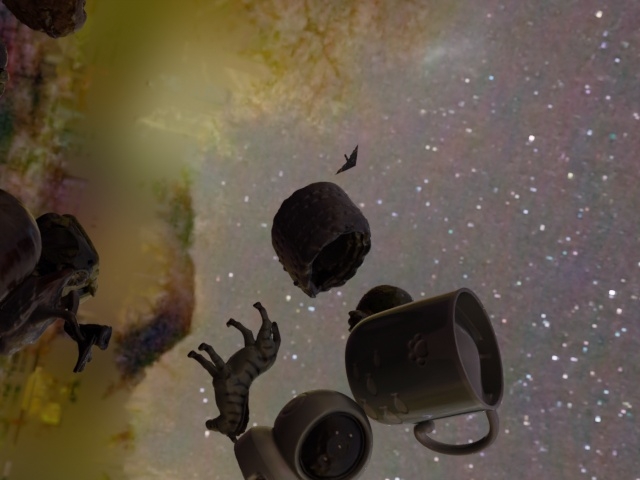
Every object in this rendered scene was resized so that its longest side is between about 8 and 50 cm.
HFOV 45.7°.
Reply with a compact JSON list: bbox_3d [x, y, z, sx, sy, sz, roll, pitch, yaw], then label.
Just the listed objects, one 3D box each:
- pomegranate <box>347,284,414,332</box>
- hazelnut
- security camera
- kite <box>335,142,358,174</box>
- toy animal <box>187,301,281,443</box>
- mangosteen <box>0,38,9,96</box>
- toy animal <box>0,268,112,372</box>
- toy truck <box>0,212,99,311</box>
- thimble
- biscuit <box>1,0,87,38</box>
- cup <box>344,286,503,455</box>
[{"bbox_3d":[0.174,0.231,2.244,0.202,0.247,0.202,-3,-95,42],"label":"pomegranate"},{"bbox_3d":[-0.578,0.030,1.272,0.218,0.234,0.218,33,-42,36],"label":"hazelnut"},{"bbox_3d":[-0.017,0.380,1.393,0.236,0.195,0.194,-35,-160,0],"label":"security camera"},{"bbox_3d":[0.091,-0.250,2.397,0.004,0.090,0.122,40,-88,32],"label":"kite"},{"bbox_3d":[-0.143,0.238,1.375,0.217,0.176,0.073,-41,-177,-21],"label":"toy animal"},{"bbox_3d":[-0.794,-0.406,1.744,0.180,0.166,0.166,63,-8,-14],"label":"mangosteen"},{"bbox_3d":[-0.559,0.159,1.426,0.090,0.324,0.195,42,42,-78],"label":"toy animal"},{"bbox_3d":[-0.694,0.112,1.671,0.181,0.405,0.254,54,-27,20],"label":"toy truck"},{"bbox_3d":[0.000,0.000,1.711,0.172,0.205,0.236,56,-51,35],"label":"thimble"},{"bbox_3d":[-0.578,-0.541,1.504,0.075,0.296,0.296,-41,168,-38],"label":"biscuit"},{"bbox_3d":[0.232,0.302,1.621,0.259,0.274,0.357,-37,107,-61],"label":"cup"}]
